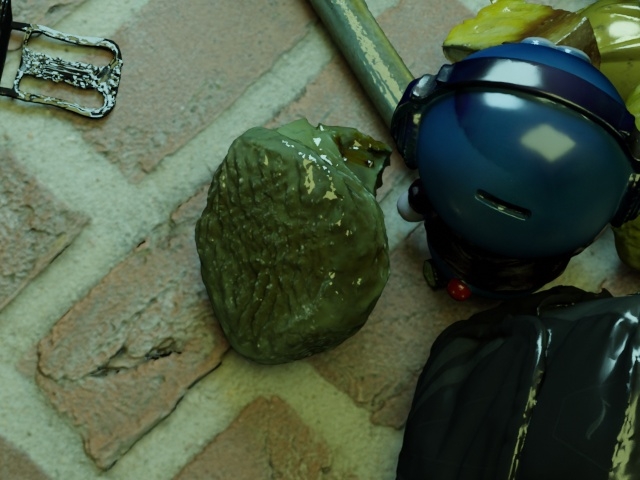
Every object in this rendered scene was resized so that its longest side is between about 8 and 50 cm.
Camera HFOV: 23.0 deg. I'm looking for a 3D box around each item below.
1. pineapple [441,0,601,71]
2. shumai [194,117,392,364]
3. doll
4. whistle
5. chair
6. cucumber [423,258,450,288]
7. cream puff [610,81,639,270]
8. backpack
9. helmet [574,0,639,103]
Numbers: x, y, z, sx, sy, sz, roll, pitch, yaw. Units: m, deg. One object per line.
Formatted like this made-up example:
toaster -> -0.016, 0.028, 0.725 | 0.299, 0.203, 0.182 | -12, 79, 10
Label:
pineapple -> 0.253, -0.194, 1.797 | 0.236, 0.186, 0.114 | 41, 72, 16
shumai -> 0.000, 0.000, 1.694 | 0.222, 0.225, 0.261 | -9, 101, -53
doll -> 0.209, -0.075, 1.655 | 0.284, 0.310, 0.240 | 21, 55, 5
whistle -> 0.051, -0.227, 1.835 | 0.068, 0.057, 0.326 | -18, 75, -55
chair -> -0.333, -0.215, 1.730 | 0.229, 0.113, 0.106 | 9, 72, -5
cucumber -> 0.198, 0.026, 1.799 | 0.163, 0.043, 0.039 | -6, 31, -17
cream puff -> 0.448, -0.074, 1.761 | 0.281, 0.185, 0.282 | -12, 117, -26
backpack -> 0.263, 0.206, 1.540 | 0.254, 0.445, 0.363 | 20, 73, -18
helmet -> 0.404, -0.216, 1.870 | 0.257, 0.140, 0.205 | 11, 70, -5
